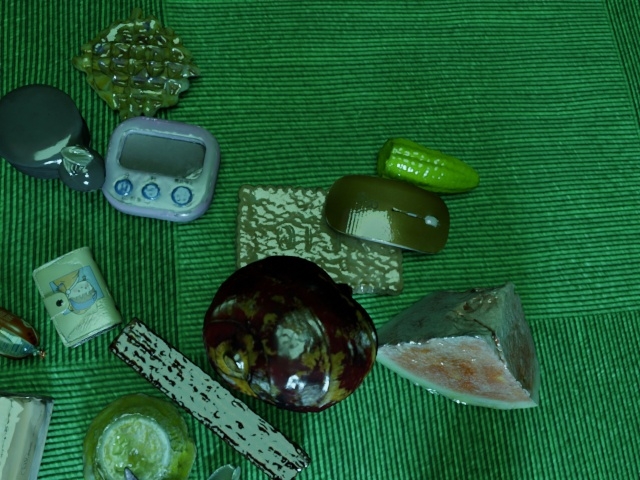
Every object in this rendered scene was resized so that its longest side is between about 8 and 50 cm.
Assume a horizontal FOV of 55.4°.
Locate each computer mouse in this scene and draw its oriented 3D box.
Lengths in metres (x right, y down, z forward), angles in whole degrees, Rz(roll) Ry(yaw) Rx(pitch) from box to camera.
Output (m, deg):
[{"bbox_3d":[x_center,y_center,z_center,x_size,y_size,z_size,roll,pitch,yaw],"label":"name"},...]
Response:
[{"bbox_3d":[0.131,-0.049,1.152,0.245,0.056,0.126,14,73,-7],"label":"computer mouse"}]

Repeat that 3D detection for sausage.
[{"bbox_3d":[-0.585,0.135,1.039,0.263,0.083,0.083,29,73,-1],"label":"sausage"}]

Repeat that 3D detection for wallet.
[{"bbox_3d":[-0.433,0.100,1.084,0.110,0.039,0.155,-26,79,-15],"label":"wallet"}]

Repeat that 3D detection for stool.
[{"bbox_3d":[-0.487,-0.165,1.097,0.153,0.139,0.228,-26,79,-13],"label":"stool"}]

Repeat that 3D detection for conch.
[{"bbox_3d":[-0.155,0.427,1.025,0.076,0.057,0.085,1,42,9],"label":"conch"}]

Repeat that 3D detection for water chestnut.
[{"bbox_3d":[-0.046,0.150,1.001,0.288,0.289,0.245,20,74,-2],"label":"water chestnut"}]

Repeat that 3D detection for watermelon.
[{"bbox_3d":[0.253,0.189,1.069,0.310,0.232,0.193,26,38,17],"label":"watermelon"}]

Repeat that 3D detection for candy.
[{"bbox_3d":[0.216,-0.139,1.209,0.209,0.097,0.097,13,74,-7],"label":"candy"}]

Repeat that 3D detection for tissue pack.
[{"bbox_3d":[-0.555,0.371,0.899,0.238,0.238,0.306,9,74,-5],"label":"tissue pack"}]

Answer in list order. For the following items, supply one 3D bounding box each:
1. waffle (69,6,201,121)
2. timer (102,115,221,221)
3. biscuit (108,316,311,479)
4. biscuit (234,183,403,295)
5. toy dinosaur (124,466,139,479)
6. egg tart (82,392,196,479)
[{"bbox_3d":[-0.358,-0.350,1.209,0.204,0.054,0.223,-40,82,-16],"label":"waffle"},{"bbox_3d":[-0.297,-0.133,1.151,0.208,0.069,0.191,9,74,-4],"label":"timer"},{"bbox_3d":[-0.185,0.275,1.034,0.388,0.107,0.073,37,74,3],"label":"biscuit"},{"bbox_3d":[0.000,0.000,1.164,0.324,0.044,0.217,1,72,-10],"label":"biscuit"},{"bbox_3d":[-0.257,0.500,0.956,0.162,0.077,0.294,-36,114,-16],"label":"toy dinosaur"},{"bbox_3d":[-0.308,0.352,1.014,0.197,0.078,0.197,1,73,-5],"label":"egg tart"}]
